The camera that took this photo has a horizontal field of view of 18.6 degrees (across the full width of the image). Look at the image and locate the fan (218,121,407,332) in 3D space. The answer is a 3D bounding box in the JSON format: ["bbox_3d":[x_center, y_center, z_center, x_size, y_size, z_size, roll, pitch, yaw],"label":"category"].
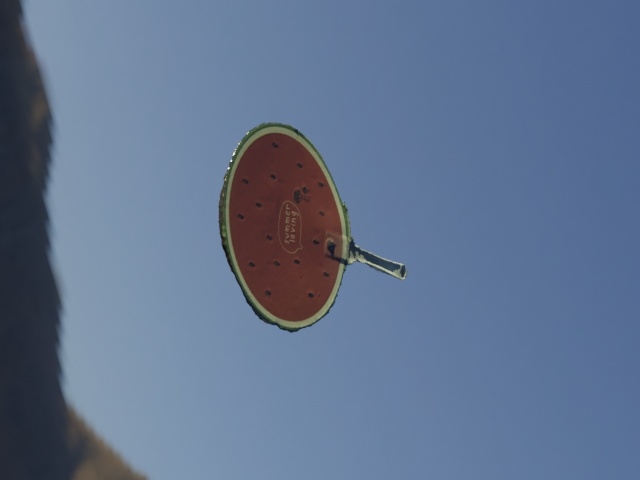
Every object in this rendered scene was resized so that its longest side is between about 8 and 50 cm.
[{"bbox_3d":[0.000,0.000,0.800,0.005,0.133,0.085,-8,-108,34],"label":"fan"}]
